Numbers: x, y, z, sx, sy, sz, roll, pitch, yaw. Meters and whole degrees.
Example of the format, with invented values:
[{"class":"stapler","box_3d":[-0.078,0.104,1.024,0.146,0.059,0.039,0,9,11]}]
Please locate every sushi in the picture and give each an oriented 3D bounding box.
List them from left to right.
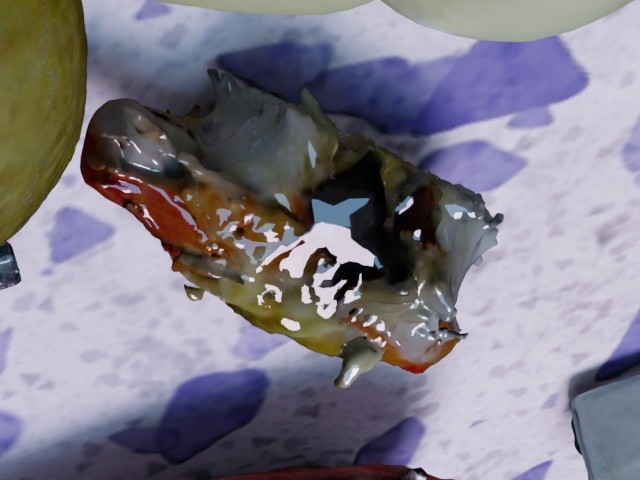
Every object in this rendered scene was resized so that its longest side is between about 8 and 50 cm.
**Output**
[{"class":"sushi","box_3d":[0.003,-0.002,0.570,0.103,0.097,0.226,-45,139,21]}]

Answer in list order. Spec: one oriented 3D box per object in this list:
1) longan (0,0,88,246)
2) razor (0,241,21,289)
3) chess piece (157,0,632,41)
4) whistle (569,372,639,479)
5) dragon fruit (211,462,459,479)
[{"class":"longan","box_3d":[-0.128,-0.064,0.411,0.176,0.145,0.155,-47,-175,-37]},{"class":"razor","box_3d":[-0.211,0.036,0.563,0.190,0.033,0.066,-15,142,-10]},{"class":"chess piece","box_3d":[0.146,-0.124,0.406,0.442,0.234,0.234,5,134,-26]},{"class":"whistle","box_3d":[0.287,0.075,0.755,0.290,0.163,0.163,-21,142,-4]},{"class":"dragon fruit","box_3d":[-0.092,0.203,0.779,0.329,0.228,0.286,11,101,-9]}]
